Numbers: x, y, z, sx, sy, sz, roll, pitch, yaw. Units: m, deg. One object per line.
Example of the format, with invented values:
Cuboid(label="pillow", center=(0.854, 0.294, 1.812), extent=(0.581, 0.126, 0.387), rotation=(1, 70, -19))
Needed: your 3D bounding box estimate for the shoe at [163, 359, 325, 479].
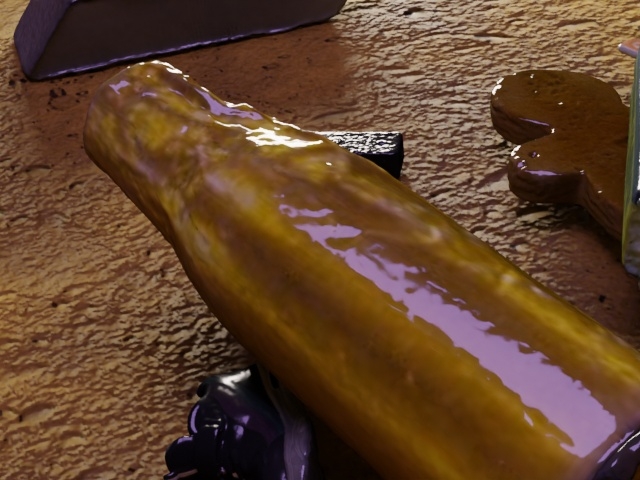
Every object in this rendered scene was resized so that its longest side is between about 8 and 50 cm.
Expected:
Cuboid(label="shoe", center=(-0.050, 0.134, 1.009), extent=(0.099, 0.071, 0.169), rotation=(-11, 32, -4))

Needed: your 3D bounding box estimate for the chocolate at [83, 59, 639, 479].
Cuboid(label="chocolate", center=(0.023, 0.024, 0.977), extent=(0.162, 0.162, 0.445), rotation=(-31, 57, -32))

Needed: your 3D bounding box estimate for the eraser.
Cuboid(label="eraser", center=(-0.121, -0.240, 1.537), extent=(0.352, 0.077, 0.111), rotation=(-14, 33, -11))

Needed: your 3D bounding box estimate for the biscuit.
Cuboid(label="biscuit", center=(0.240, -0.055, 1.252), extent=(0.197, 0.049, 0.301), rotation=(-14, 36, -27))

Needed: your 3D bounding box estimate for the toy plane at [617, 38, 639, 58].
Cuboid(label="toy plane", center=(0.369, -0.188, 1.366), extent=(0.245, 0.117, 0.244), rotation=(-5, 34, 3))

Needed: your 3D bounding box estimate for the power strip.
Cuboid(label="power strip", center=(0.013, -0.069, 1.316), extent=(0.111, 0.029, 0.038), rotation=(1, 36, 12))

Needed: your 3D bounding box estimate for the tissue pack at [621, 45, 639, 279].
Cuboid(label="tissue pack", center=(0.313, -0.059, 1.145), extent=(0.185, 0.081, 0.257), rotation=(7, 33, 8))
